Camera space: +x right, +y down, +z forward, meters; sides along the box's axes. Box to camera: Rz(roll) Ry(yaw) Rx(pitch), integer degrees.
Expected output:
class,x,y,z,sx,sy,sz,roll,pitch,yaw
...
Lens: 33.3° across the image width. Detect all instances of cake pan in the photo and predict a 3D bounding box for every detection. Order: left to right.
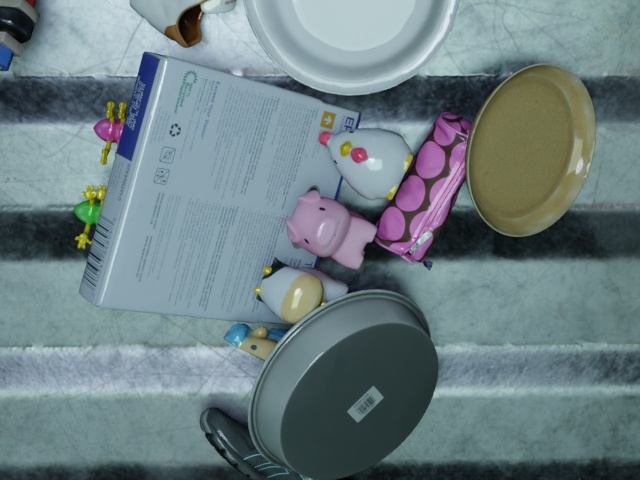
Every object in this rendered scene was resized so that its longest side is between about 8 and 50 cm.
class,x,y,z,sx,sy,sz,roll,pitch,yaw
cake pan,0.043,0.205,1.438,0.293,0.054,0.293,-18,127,-26

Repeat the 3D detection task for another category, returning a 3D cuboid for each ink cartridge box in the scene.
class,x,y,z,sx,sy,sz,roll,pitch,yaw
ink cartridge box,-0.127,-0.056,1.422,0.330,0.071,0.324,10,101,-42

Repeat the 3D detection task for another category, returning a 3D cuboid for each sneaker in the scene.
class,x,y,z,sx,sy,sz,roll,pitch,yaw
sneaker,-0.127,-0.364,1.333,0.123,0.106,0.290,44,131,8
sneaker,-0.064,0.326,1.587,0.267,0.101,0.106,43,78,-11

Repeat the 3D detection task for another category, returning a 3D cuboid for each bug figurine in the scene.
class,x,y,z,sx,sy,sz,roll,pitch,yaw
bug figurine,-0.218,-0.078,1.468,0.216,0.072,0.279,13,101,-10

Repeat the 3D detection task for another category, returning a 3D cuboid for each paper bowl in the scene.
class,x,y,z,sx,sy,sz,roll,pitch,yaw
paper bowl,0.041,-0.328,1.371,0.284,0.148,0.284,0,104,-2

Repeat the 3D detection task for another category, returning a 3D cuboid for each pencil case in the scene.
class,x,y,z,sx,sy,sz,roll,pitch,yaw
pencil case,0.156,-0.070,1.468,0.095,0.098,0.209,25,103,-8

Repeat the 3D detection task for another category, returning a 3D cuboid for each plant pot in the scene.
class,x,y,z,sx,sy,sz,roll,pitch,yaw
plant pot,0.278,-0.123,1.442,0.236,0.032,0.236,-12,112,-33

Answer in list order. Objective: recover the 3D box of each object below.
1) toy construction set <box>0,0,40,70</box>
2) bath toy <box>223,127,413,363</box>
class,x,y,z,sx,sy,sz,roll,pitch,yaw
toy construction set,-0.515,-0.263,1.360,0.237,0.257,0.309,-8,90,45
bath toy,0.000,0.000,1.427,0.129,0.151,0.348,27,92,1
